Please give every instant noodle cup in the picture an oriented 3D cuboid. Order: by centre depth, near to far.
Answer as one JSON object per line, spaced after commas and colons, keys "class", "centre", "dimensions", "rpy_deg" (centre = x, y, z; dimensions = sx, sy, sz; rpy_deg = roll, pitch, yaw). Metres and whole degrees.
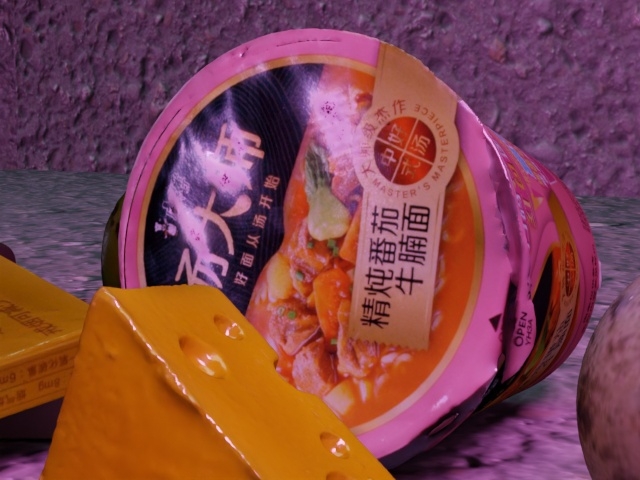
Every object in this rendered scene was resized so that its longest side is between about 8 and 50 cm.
{"class": "instant noodle cup", "centre": [0.048, 0.013, 0.945], "dimensions": [0.244, 0.244, 0.255], "rpy_deg": [3, -1, 27]}

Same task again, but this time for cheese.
{"class": "cheese", "centre": [-0.017, 0.108, 0.647], "dimensions": [0.171, 0.126, 0.093], "rpy_deg": [24, 10, 26]}

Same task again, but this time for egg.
{"class": "egg", "centre": [0.185, 0.069, 0.694], "dimensions": [0.141, 0.141, 0.181], "rpy_deg": [4, -1, 33]}

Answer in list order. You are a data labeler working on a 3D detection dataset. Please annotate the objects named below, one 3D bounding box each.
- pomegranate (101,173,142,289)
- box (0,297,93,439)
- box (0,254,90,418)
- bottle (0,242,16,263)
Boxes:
{"class": "pomegranate", "centre": [-0.073, 0.026, 1.170], "dimensions": [0.156, 0.156, 0.220], "rpy_deg": [-3, 34, -26]}
{"class": "box", "centre": [-0.204, 0.076, 1.021], "dimensions": [0.141, 0.058, 0.201], "rpy_deg": [0, 5, -1]}
{"class": "box", "centre": [-0.258, 0.068, 0.840], "dimensions": [0.279, 0.041, 0.153], "rpy_deg": [-18, 29, -38]}
{"class": "bottle", "centre": [-0.358, 0.017, 1.598], "dimensions": [0.060, 0.060, 0.164], "rpy_deg": [-5, 8, -43]}
